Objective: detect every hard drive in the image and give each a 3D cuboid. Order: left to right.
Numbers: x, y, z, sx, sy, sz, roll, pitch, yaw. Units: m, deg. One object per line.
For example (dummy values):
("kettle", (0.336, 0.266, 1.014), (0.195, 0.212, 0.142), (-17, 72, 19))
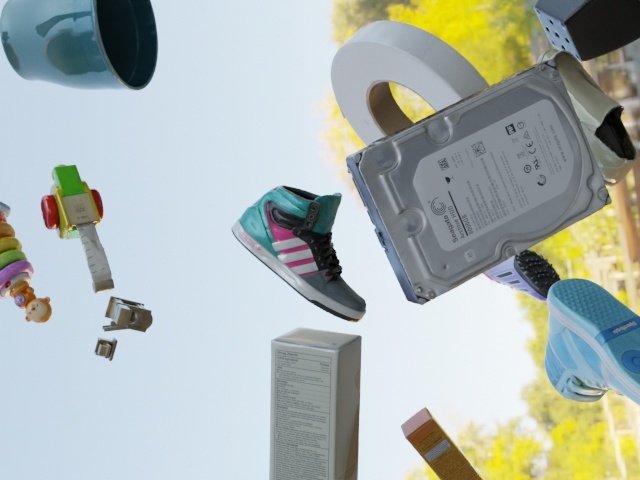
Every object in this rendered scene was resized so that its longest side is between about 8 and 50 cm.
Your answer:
("hard drive", (0.230, -0.086, 1.312), (0.237, 0.339, 0.064), (66, 168, -8))

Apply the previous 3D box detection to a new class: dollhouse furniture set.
("dollhouse furniture set", (-0.484, 0.239, 2.279), (0.182, 0.101, 0.161), (18, 91, 68))

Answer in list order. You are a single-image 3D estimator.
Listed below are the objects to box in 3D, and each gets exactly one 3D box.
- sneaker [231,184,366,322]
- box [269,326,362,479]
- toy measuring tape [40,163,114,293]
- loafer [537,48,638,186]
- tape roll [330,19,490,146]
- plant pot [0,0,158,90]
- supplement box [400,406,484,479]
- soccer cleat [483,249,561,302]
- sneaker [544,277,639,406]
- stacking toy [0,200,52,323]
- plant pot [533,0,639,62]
("sneaker", (0.000, 0.000, 1.669), (0.295, 0.178, 0.124), (38, -166, 6))
("box", (-0.009, 0.332, 1.734), (0.121, 0.148, 0.311), (-17, -68, -64))
("toy measuring tape", (-0.454, -0.011, 1.730), (0.330, 0.121, 0.121), (63, -173, 31))
("loafer", (0.478, -0.227, 1.608), (0.102, 0.092, 0.268), (-30, -90, -31))
("tape roll", (0.188, -0.250, 1.779), (0.072, 0.392, 0.392), (-47, -43, -21))
("plant pot", (-0.518, -0.438, 1.929), (0.272, 0.255, 0.271), (-4, -90, -74))
("supplement box", (0.276, 0.479, 1.991), (0.233, 0.080, 0.078), (49, -177, -10))
("soccer cleat", (0.446, 0.064, 2.155), (0.109, 0.318, 0.116), (-3, -55, -35))
("sneaker", (0.493, 0.226, 1.541), (0.319, 0.127, 0.208), (-123, 25, -51))
("stacking toy", (-0.666, 0.062, 1.910), (0.302, 0.175, 0.166), (46, -179, 14))
("plant pot", (0.599, -0.517, 2.065), (0.188, 0.167, 0.187), (51, -179, -38))
